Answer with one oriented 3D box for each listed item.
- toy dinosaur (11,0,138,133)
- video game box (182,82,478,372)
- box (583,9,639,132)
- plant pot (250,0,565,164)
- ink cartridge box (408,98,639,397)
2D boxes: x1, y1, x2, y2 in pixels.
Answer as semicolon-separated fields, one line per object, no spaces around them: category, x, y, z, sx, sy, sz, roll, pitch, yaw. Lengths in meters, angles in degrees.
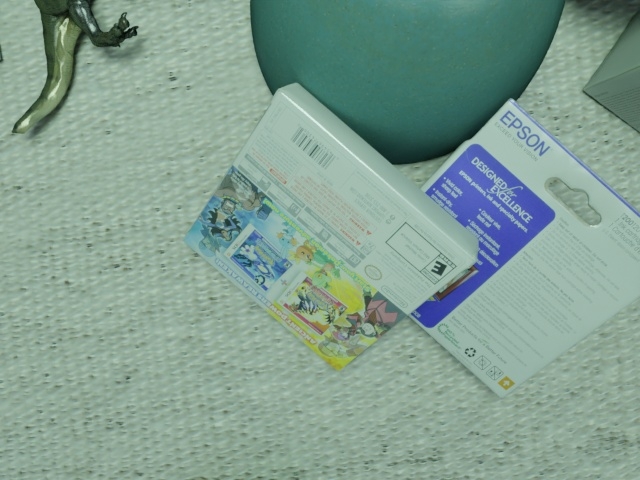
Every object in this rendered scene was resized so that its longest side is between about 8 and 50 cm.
toy dinosaur;-0.231;-0.234;0.453;0.118;0.064;0.268;4;95;6
video game box;0.000;0.000;0.427;0.205;0.048;0.187;41;121;-2
box;0.330;-0.166;0.436;0.087;0.102;0.101;34;92;-5
plant pot;0.075;-0.219;0.386;0.290;0.195;0.290;0;92;0
ink cartridge box;0.171;0.015;0.440;0.206;0.045;0.208;42;113;-1
